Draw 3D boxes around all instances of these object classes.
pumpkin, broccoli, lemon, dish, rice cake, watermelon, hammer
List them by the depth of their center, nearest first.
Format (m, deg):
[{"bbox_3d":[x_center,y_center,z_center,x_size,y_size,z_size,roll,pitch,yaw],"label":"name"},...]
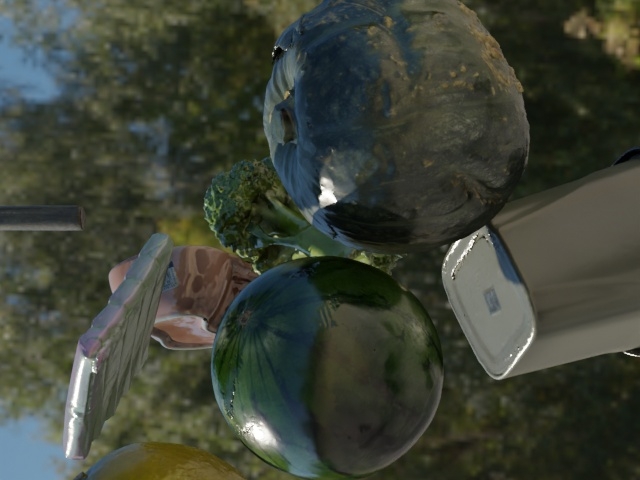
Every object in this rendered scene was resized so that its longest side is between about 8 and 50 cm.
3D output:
[{"bbox_3d":[0.008,0.133,1.571,0.242,0.242,0.242,4,-90,-78],"label":"watermelon"},{"bbox_3d":[0.074,-0.132,1.590,0.328,0.257,0.292,122,138,-71],"label":"pumpkin"},{"bbox_3d":[-0.218,0.115,1.618,0.198,0.037,0.189,108,-171,-51],"label":"rice cake"},{"bbox_3d":[-0.193,0.337,1.720,0.240,0.219,0.240,-56,6,9],"label":"lemon"},{"bbox_3d":[-0.180,0.088,2.053,0.213,0.213,0.090,68,-162,-65],"label":"dish"},{"bbox_3d":[-0.497,-0.027,2.057,0.043,0.365,0.111,-63,-29,-70],"label":"hammer"},{"bbox_3d":[-0.003,0.007,2.118,0.254,0.302,0.186,3,-57,-49],"label":"broccoli"}]

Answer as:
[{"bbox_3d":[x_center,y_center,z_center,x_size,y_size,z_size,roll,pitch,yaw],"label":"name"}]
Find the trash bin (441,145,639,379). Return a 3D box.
[{"bbox_3d":[0.295,0.036,1.750,0.220,0.250,0.219,64,154,25],"label":"trash bin"}]
